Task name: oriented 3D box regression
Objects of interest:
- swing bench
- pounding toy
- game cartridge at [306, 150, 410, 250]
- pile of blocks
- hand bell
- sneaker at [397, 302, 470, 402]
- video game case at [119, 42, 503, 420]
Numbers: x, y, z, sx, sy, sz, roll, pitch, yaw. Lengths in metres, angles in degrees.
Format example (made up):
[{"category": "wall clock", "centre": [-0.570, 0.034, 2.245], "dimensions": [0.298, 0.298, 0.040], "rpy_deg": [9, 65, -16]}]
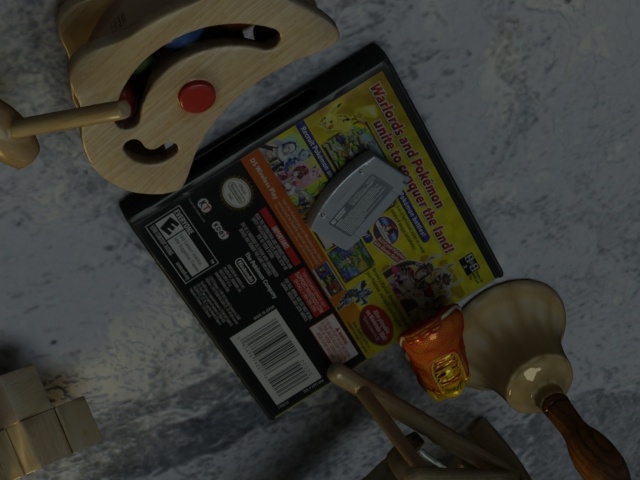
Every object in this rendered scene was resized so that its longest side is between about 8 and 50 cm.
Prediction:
[{"category": "swing bench", "centre": [0.046, 0.277, 1.691], "dimensions": [0.253, 0.165, 0.255], "rpy_deg": [-49, 138, 14]}, {"category": "pounding toy", "centre": [-0.111, -0.101, 1.366], "dimensions": [0.269, 0.155, 0.154], "rpy_deg": [-27, 134, 7]}, {"category": "game cartridge", "centre": [0.029, -0.034, 1.534], "dimensions": [0.056, 0.017, 0.083], "rpy_deg": [31, 107, -40]}, {"category": "pile of blocks", "centre": [-0.368, 0.188, 1.518], "dimensions": [0.362, 0.149, 0.112], "rpy_deg": [-22, 87, -20]}, {"category": "hand bell", "centre": [0.215, 0.154, 1.650], "dimensions": [0.126, 0.242, 0.126], "rpy_deg": [-13, 128, -17]}, {"category": "sneaker", "centre": [0.109, 0.100, 1.629], "dimensions": [0.064, 0.067, 0.175], "rpy_deg": [-30, 164, -1]}, {"category": "video game case", "centre": [0.000, 0.000, 1.578], "dimensions": [0.248, 0.035, 0.275], "rpy_deg": [-32, 130, 0]}]
